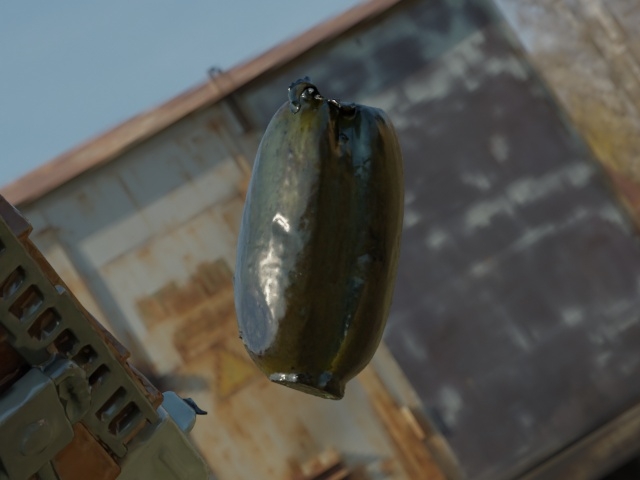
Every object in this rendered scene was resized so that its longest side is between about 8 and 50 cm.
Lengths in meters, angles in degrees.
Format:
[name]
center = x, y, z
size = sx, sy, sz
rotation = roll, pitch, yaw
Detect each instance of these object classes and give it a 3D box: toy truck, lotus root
[toy truck]
center = -0.189, 0.063, 0.816
size = 0.173, 0.207, 0.387
rotation = -48, -32, -14
[lotus root]
center = 0.000, 0.000, 1.256
size = 0.124, 0.241, 0.123
rotation = 9, -3, -9
